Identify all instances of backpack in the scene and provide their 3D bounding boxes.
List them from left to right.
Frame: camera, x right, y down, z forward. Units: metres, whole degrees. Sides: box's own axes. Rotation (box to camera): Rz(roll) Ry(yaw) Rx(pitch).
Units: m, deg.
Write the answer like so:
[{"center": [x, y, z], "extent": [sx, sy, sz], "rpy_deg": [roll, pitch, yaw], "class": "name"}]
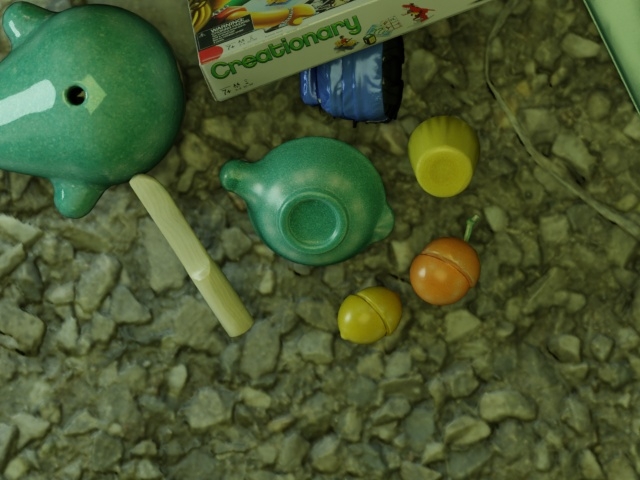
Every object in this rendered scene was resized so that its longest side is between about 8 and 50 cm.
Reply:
[{"center": [0.030, -0.155, 1.856], "extent": [0.101, 0.120, 0.098], "rpy_deg": [-4, 94, 4], "class": "backpack"}]

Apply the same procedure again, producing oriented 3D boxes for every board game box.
[{"center": [0.026, -0.251, 1.823], "extent": [0.305, 0.193, 0.053], "rpy_deg": [-20, 130, 5], "class": "board game box"}]

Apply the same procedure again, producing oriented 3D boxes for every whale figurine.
[{"center": [-0.265, -0.123, 1.868], "extent": [0.272, 0.141, 0.216], "rpy_deg": [-14, 93, 5], "class": "whale figurine"}]

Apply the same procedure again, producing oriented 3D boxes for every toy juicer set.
[{"center": [0.000, 0.000, 1.893], "extent": [0.329, 0.089, 0.209], "rpy_deg": [-8, 114, 6], "class": "toy juicer set"}]

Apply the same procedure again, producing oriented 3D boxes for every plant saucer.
[{"center": [0.303, -0.202, 1.886], "extent": [0.067, 0.018, 0.192], "rpy_deg": [-26, 91, 5], "class": "plant saucer"}]
